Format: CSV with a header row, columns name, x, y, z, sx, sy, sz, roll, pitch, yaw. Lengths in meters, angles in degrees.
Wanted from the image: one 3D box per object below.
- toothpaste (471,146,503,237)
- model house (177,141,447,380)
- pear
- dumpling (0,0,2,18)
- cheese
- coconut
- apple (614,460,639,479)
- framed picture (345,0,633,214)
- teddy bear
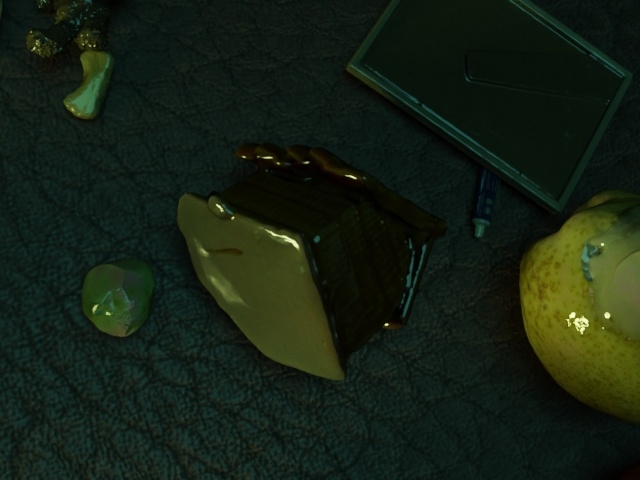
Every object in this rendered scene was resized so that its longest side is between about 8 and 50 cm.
name,x,y,z,sx,sy,sz,roll,pitch,yaw
toothpaste,0.208,-0.067,1.214,0.037,0.021,0.139,19,71,-13
model house,-0.001,0.001,1.089,0.229,0.199,0.219,-34,129,-41
pear,0.359,0.069,1.119,0.271,0.271,0.271,3,78,-12
dumpling,-0.433,-0.239,1.070,0.155,0.181,0.111,38,31,-32
cheese,-0.265,-0.180,1.126,0.044,0.030,0.083,17,81,-15
coconut,-0.219,0.063,1.061,0.083,0.081,0.082,-35,88,27
apple,0.407,0.340,1.101,0.210,0.164,0.209,1,86,-21
framed picture,0.221,-0.212,1.238,0.324,0.020,0.240,33,69,-5
teddy bear,-0.272,-0.267,1.125,0.119,0.078,0.160,-5,61,8
